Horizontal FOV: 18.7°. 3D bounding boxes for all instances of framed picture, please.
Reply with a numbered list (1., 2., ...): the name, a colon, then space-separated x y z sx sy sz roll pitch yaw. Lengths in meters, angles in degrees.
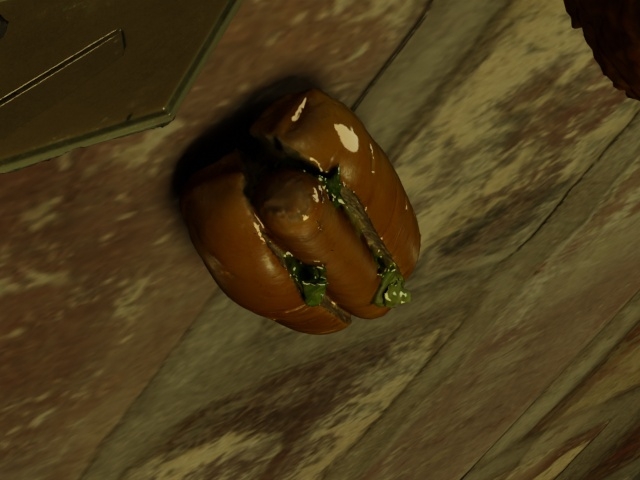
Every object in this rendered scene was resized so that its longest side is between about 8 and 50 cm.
1. framed picture: -0.086 -0.064 0.693 0.149 0.011 0.109 -21 154 -45

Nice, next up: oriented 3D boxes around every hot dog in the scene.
1. hot dog: 0.000 0.000 0.928 0.100 0.068 0.249 -41 163 1

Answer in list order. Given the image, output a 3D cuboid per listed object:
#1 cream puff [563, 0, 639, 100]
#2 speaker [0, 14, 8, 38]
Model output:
1. cream puff: 0.207 -0.168 0.699 0.303 0.212 0.303 -46 -161 20
2. speaker: -0.178 0.008 0.542 0.082 0.044 0.218 12 116 -55
